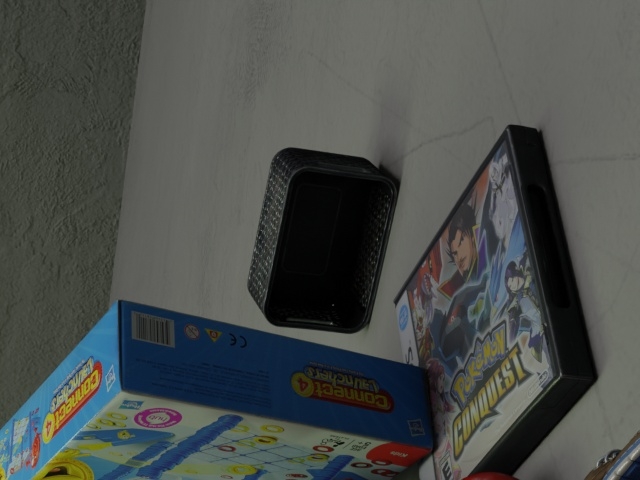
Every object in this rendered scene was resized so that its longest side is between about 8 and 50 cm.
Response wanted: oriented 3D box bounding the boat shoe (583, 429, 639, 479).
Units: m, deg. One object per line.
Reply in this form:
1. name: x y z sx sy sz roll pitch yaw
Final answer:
1. boat shoe: 0.201 0.174 0.962 0.066 0.066 0.183 -88 21 -60

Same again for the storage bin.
1. storage bin: 0.000 0.000 1.567 0.084 0.122 0.180 -129 49 -66

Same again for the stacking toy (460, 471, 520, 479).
1. stacking toy: 0.057 0.269 1.204 0.330 0.141 0.141 -26 57 45

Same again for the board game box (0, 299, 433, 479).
1. board game box: -0.109 0.188 1.314 0.302 0.308 0.086 -44 41 44

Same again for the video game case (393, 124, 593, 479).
1. video game case: 0.138 0.081 1.247 0.275 0.035 0.248 118 153 -49
